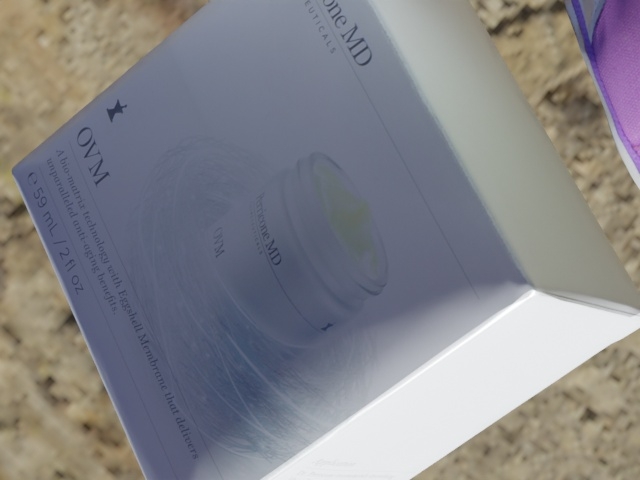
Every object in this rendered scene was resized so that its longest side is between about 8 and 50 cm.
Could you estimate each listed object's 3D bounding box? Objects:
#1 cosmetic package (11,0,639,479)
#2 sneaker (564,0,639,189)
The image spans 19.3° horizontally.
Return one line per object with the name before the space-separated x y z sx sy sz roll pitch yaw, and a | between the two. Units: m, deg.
cosmetic package | 0.000 0.000 0.936 0.225 0.138 0.224 -37 65 21
sneaker | 0.197 -0.028 0.584 0.282 0.102 0.161 47 121 19
